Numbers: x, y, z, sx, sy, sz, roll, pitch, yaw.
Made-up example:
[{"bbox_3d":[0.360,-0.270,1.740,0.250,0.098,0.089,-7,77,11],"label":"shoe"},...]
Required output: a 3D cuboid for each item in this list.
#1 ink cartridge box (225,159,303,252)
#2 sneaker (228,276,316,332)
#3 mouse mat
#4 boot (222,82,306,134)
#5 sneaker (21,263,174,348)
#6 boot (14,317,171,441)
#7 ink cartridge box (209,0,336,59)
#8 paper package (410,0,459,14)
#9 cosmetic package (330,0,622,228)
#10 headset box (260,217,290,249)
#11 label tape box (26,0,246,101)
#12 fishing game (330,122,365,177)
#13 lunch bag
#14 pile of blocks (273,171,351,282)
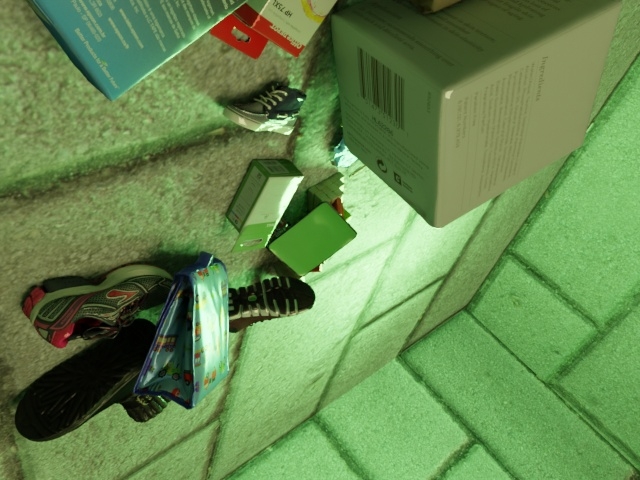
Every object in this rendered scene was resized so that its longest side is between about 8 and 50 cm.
[{"bbox_3d":[-0.133,-0.075,1.257,0.109,0.062,0.209,-11,139,-50],"label":"ink cartridge box"},{"bbox_3d":[-0.159,0.176,1.516,0.281,0.107,0.163,-3,152,-14],"label":"sneaker"},{"bbox_3d":[-0.018,0.000,1.423,0.189,0.007,0.152,-37,129,11],"label":"mouse mat"},{"bbox_3d":[-0.099,-0.248,1.053,0.190,0.069,0.086,-13,134,-62],"label":"boot"},{"bbox_3d":[-0.401,0.131,1.107,0.299,0.112,0.121,-14,140,-50],"label":"sneaker"},{"bbox_3d":[-0.475,0.351,1.308,0.347,0.131,0.260,-34,153,-23],"label":"boot"},{"bbox_3d":[-0.053,-0.379,0.893,0.231,0.078,0.134,-52,154,17],"label":"ink cartridge box"},{"bbox_3d":[0.278,-0.582,0.928,0.324,0.168,0.310,-27,151,-13],"label":"paper package"},{"bbox_3d":[0.280,-0.303,1.121,0.393,0.329,0.328,-28,141,-15],"label":"cosmetic package"},{"bbox_3d":[-0.108,-0.017,1.420,0.083,0.032,0.062,-40,155,-7],"label":"headset box"},{"bbox_3d":[-0.189,-0.367,0.669,0.347,0.115,0.249,-43,156,-11],"label":"label tape box"},{"bbox_3d":[0.100,-0.245,1.382,0.189,0.041,0.264,-36,160,-2],"label":"fishing game"},{"bbox_3d":[-0.264,0.169,1.232,0.221,0.138,0.294,-27,130,-80],"label":"lunch bag"},{"bbox_3d":[0.000,0.000,1.516,0.148,0.112,0.362,-16,143,-46],"label":"pile of blocks"}]
